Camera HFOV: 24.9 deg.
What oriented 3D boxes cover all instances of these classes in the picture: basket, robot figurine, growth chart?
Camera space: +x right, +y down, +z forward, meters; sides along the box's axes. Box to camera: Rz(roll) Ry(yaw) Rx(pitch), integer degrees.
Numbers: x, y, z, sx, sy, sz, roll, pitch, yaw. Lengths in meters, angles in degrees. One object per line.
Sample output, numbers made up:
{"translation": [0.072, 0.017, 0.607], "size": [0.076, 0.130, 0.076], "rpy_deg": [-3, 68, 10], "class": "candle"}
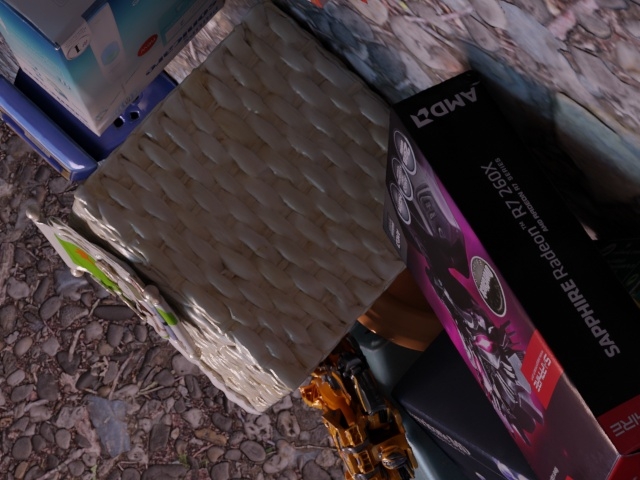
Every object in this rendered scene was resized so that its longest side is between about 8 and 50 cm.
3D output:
{"translation": [-0.063, -0.027, 1.596], "size": [0.331, 0.328, 0.266], "rpy_deg": [43, 168, -3], "class": "basket"}
{"translation": [0.035, 0.203, 1.774], "size": [0.291, 0.085, 0.211], "rpy_deg": [-126, 14, -62], "class": "robot figurine"}
{"translation": [-0.216, 0.045, 1.531], "size": [0.237, 0.021, 0.172], "rpy_deg": [31, 162, 35], "class": "growth chart"}

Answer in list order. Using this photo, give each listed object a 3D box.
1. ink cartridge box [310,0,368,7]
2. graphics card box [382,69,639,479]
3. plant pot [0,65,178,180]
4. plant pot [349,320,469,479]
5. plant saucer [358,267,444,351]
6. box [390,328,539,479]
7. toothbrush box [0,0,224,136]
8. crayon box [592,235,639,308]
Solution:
{"translation": [-0.013, -0.246, 1.318], "size": [0.115, 0.029, 0.063], "rpy_deg": [35, 168, 35], "class": "ink cartridge box"}
{"translation": [0.181, 0.059, 1.275], "size": [0.371, 0.094, 0.233], "rpy_deg": [60, 168, 24], "class": "graphics card box"}
{"translation": [-0.384, -0.228, 2.296], "size": [0.236, 0.212, 0.236], "rpy_deg": [44, 170, -7], "class": "plant pot"}
{"translation": [0.165, 0.185, 1.932], "size": [0.252, 0.247, 0.248], "rpy_deg": [56, 166, -16], "class": "plant pot"}
{"translation": [0.127, 0.065, 1.782], "size": [0.200, 0.200, 0.037], "rpy_deg": [36, 127, 32], "class": "plant saucer"}
{"translation": [0.325, 0.260, 1.668], "size": [0.395, 0.212, 0.293], "rpy_deg": [48, 169, -30], "class": "box"}
{"translation": [-0.223, -0.262, 1.520], "size": [0.126, 0.216, 0.295], "rpy_deg": [41, 169, 7], "class": "toothbrush box"}
{"translation": [0.370, 0.130, 1.307], "size": [0.323, 0.083, 0.203], "rpy_deg": [44, 170, -8], "class": "crayon box"}
